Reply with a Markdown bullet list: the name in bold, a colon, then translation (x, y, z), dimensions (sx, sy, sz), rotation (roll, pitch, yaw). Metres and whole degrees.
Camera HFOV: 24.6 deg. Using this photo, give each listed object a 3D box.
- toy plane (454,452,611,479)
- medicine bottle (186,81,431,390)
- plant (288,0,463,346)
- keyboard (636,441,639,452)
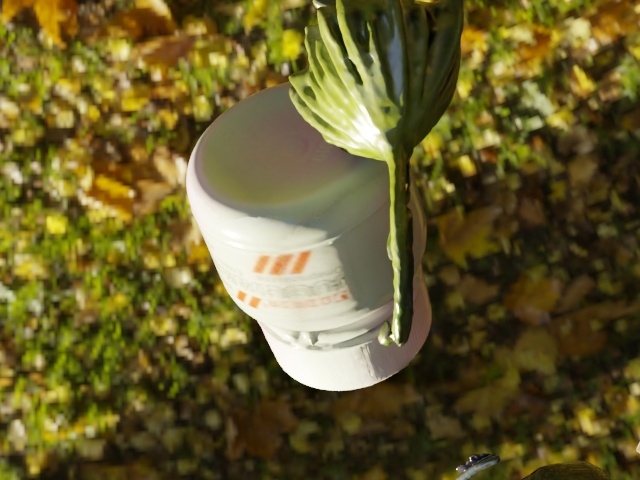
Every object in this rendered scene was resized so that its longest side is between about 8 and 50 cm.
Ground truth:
- **toy plane**: translation (0.125, 0.269, 1.075), dimensions (0.155, 0.106, 0.381), rotation (16, 129, -32)
- **medicine bottle**: translation (0.000, 0.000, 1.740), dimensions (0.256, 0.256, 0.325), rotation (-15, 134, 3)
- **plant**: translation (0.099, -0.102, 1.475), dimensions (0.180, 0.333, 0.251), rotation (-15, 150, -16)
- **keyboard**: translation (0.400, 0.208, 1.687), dimensions (0.166, 0.017, 0.055), rotation (-12, 129, -62)
